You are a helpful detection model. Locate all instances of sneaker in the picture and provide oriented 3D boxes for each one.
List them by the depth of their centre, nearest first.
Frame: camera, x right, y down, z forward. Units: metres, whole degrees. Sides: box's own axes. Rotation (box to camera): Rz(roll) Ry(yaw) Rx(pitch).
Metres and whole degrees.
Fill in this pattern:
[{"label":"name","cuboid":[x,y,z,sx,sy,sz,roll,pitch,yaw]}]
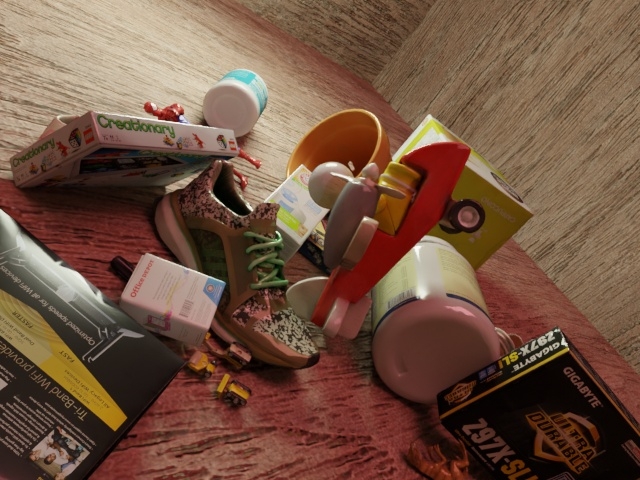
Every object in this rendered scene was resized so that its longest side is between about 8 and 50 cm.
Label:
[{"label":"sneaker","cuboid":[-0.120,0.023,0.867,0.410,0.182,0.158,50,25,19]},{"label":"sneaker","cuboid":[-0.404,-0.171,0.918,0.134,0.070,0.051,21,28,-40]}]

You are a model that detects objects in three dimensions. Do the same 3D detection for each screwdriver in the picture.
[{"label":"screwdriver","cuboid":[-0.244,0.086,0.788,0.170,0.025,0.024,47,22,-8]}]

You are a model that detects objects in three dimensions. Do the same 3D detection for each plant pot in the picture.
[{"label":"plant pot","cuboid":[0.082,-0.177,1.433,0.203,0.291,0.290,41,18,-43]}]

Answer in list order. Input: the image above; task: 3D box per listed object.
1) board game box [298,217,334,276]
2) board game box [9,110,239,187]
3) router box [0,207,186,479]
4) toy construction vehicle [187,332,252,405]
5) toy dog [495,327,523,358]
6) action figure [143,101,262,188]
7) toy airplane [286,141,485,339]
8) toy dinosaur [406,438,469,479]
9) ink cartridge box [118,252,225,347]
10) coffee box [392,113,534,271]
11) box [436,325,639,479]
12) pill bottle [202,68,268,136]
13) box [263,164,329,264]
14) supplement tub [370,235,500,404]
[{"label":"board game box","cuboid":[0.000,0.000,1.262,0.243,0.042,0.165,39,24,-4]},{"label":"board game box","cuboid":[-0.301,-0.137,0.868,0.305,0.193,0.053,-11,85,-62]},{"label":"router box","cuboid":[-0.325,0.111,0.534,0.309,0.081,0.243,40,23,-1]},{"label":"toy construction vehicle","cuboid":[-0.140,0.183,0.756,0.098,0.035,0.085,34,35,-10]},{"label":"toy dog","cuboid":[0.440,0.306,1.225,0.333,0.220,0.161,50,46,-1]},{"label":"action figure","cuboid":[-0.265,-0.211,1.165,0.281,0.091,0.139,33,16,-18]},{"label":"toy airplane","cuboid":[0.066,-0.014,0.962,0.272,0.386,0.384,47,47,1]},{"label":"toy dinosaur","cuboid":[0.234,0.410,0.901,0.212,0.064,0.112,33,36,7]},{"label":"ink cartridge box","cuboid":[-0.207,0.082,0.741,0.123,0.052,0.088,23,44,-10]},{"label":"coffee box","cuboid":[0.390,-0.123,1.691,0.338,0.338,0.334,30,26,-22]},{"label":"box","cuboid":[0.407,0.340,0.951,0.322,0.257,0.079,47,23,-15]},{"label":"pill bottle","cuboid":[-0.225,-0.389,1.468,0.146,0.146,0.264,35,25,-14]},{"label":"box","cuboid":[-0.063,-0.051,1.110,0.114,0.103,0.203,40,42,-2]},{"label":"supplement tub","cuboid":[0.222,0.147,1.101,0.236,0.235,0.324,36,24,-12]}]
